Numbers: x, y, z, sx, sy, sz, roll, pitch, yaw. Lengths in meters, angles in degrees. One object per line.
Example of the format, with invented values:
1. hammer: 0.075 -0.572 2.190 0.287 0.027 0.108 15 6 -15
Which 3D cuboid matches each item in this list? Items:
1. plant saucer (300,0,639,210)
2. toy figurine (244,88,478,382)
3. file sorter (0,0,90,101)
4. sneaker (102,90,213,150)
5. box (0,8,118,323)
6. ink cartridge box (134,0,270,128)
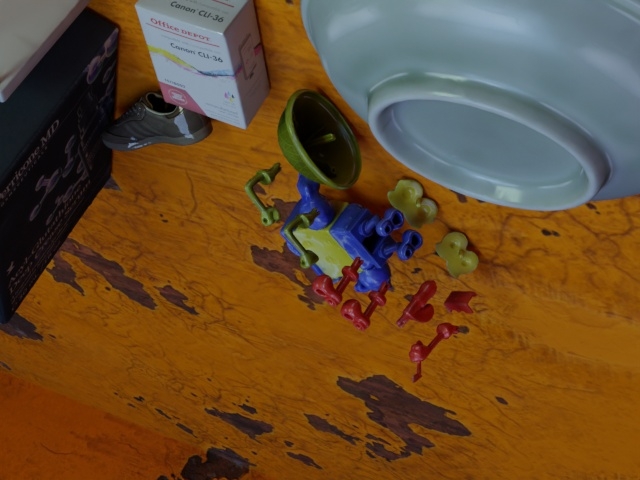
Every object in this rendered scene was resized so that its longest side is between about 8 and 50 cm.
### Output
1. plant saucer: 0.156 -0.116 0.904 0.400 0.101 0.400 20 165 5
2. toy figurine: 0.000 0.000 1.264 0.362 0.191 0.217 46 153 -26
3. file sorter: -0.424 -0.319 1.118 0.277 0.193 0.173 23 149 12
4. sneaker: -0.221 -0.164 1.337 0.188 0.066 0.071 0 124 35
5. box: -0.433 -0.118 1.348 0.212 0.294 0.395 28 153 1
6. ink cartridge box: -0.131 -0.223 1.129 0.115 0.067 0.198 20 151 18
